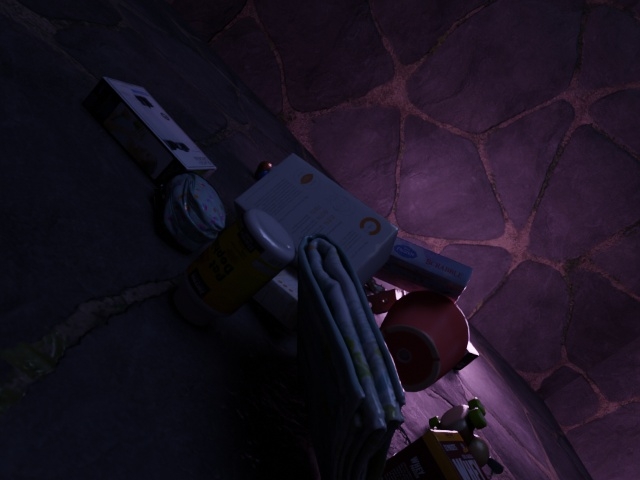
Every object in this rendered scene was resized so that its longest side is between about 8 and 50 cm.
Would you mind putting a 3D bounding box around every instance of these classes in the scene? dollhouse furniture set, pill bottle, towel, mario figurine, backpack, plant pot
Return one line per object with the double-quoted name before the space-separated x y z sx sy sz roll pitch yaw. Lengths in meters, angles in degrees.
"dollhouse furniture set" 0.238 0.274 1.589 0.129 0.129 0.183 18 57 -64
"pill bottle" -0.153 0.052 0.793 0.117 0.215 0.117 44 15 -15
"towel" 0.020 0.217 0.758 0.090 0.320 0.374 -3 38 -13
"mario figurine" -0.093 -0.182 1.664 0.198 0.170 0.320 -17 52 -36
"backpack" -0.271 -0.064 0.967 0.152 0.115 0.181 42 18 -31
"plant pot" 0.280 0.304 1.341 0.274 0.275 0.243 51 25 12

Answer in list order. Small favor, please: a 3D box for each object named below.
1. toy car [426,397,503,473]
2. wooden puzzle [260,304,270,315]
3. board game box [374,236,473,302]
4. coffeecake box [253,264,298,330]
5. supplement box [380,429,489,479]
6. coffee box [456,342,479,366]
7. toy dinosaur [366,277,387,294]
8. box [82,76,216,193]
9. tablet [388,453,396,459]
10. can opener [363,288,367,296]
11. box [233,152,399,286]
"toy car" 0.406 0.557 1.238 0.188 0.155 0.149 60 16 8
"wooden puzzle" -0.121 0.148 1.054 0.049 0.006 0.083 39 17 -30
"board game box" 0.295 0.098 1.449 0.319 0.065 0.318 24 -16 15
"coffeecake box" -0.083 0.111 1.029 0.186 0.068 0.142 36 15 22
"supplement box" 0.186 0.453 0.757 0.129 0.194 0.191 30 22 -49
"coffee box" 0.565 0.429 2.073 0.168 0.119 0.297 31 22 -52
"toy dinosaur" 0.238 0.202 1.855 0.118 0.064 0.268 23 30 -45
"box" -0.408 -0.251 1.115 0.290 0.087 0.169 48 14 1
"tablet" 0.180 0.505 0.985 0.083 0.006 0.054 54 15 23
"can opener" 0.097 0.155 1.571 0.059 0.073 0.186 18 23 -48
"box" -0.015 -0.021 1.148 0.345 0.215 0.168 38 -24 19
